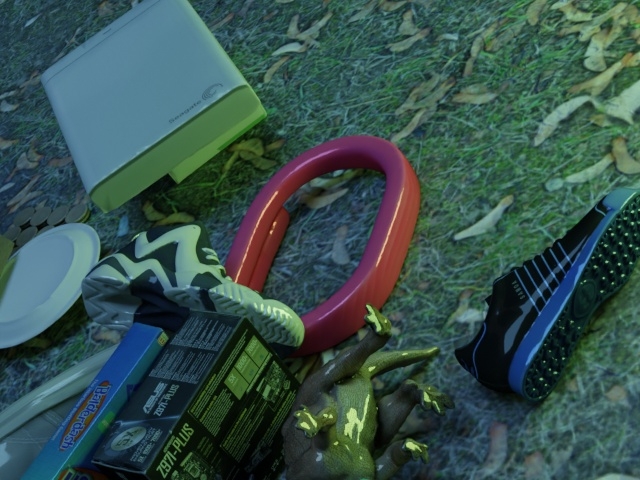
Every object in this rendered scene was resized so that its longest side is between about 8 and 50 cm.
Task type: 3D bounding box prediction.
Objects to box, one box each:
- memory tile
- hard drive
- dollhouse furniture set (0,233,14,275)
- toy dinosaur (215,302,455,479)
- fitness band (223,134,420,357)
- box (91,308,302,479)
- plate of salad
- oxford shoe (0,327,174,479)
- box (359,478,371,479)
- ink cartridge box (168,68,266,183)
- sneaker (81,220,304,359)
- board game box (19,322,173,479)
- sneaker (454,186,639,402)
[{"bbox_3d":[-0.388,-0.003,1.804,0.148,0.012,0.113,-1,48,38],"label":"memory tile"},{"bbox_3d":[-0.232,-0.195,1.703,0.233,0.047,0.353,-35,37,1],"label":"hard drive"},{"bbox_3d":[-0.595,-0.001,1.650,0.174,0.355,0.303,-37,29,37],"label":"dollhouse furniture set"},{"bbox_3d":[0.002,0.183,1.185,0.200,0.127,0.296,-44,10,40],"label":"toy dinosaur"},{"bbox_3d":[0.000,0.000,1.442,0.209,0.054,0.291,-9,45,32],"label":"fitness band"},{"bbox_3d":[-0.104,0.181,1.241,0.077,0.147,0.180,4,52,42],"label":"box"},{"bbox_3d":[-0.354,0.061,1.671,0.200,0.048,0.200,-23,38,20],"label":"plate of salad"},{"bbox_3d":[-0.311,0.248,1.370,0.449,0.169,0.130,-36,79,-13],"label":"oxford shoe"},{"bbox_3d":[0.020,0.316,1.024,0.060,0.100,0.244,4,52,42],"label":"box"},{"bbox_3d":[-0.188,-0.192,1.783,0.154,0.093,0.212,-38,37,-4],"label":"ink cartridge box"},{"bbox_3d":[-0.113,0.041,1.372,0.235,0.094,0.153,7,36,18],"label":"sneaker"},{"bbox_3d":[-0.180,0.210,1.261,0.047,0.160,0.210,8,55,44],"label":"board game box"},{"bbox_3d":[0.211,0.037,1.199,0.090,0.081,0.232,20,64,42],"label":"sneaker"}]
